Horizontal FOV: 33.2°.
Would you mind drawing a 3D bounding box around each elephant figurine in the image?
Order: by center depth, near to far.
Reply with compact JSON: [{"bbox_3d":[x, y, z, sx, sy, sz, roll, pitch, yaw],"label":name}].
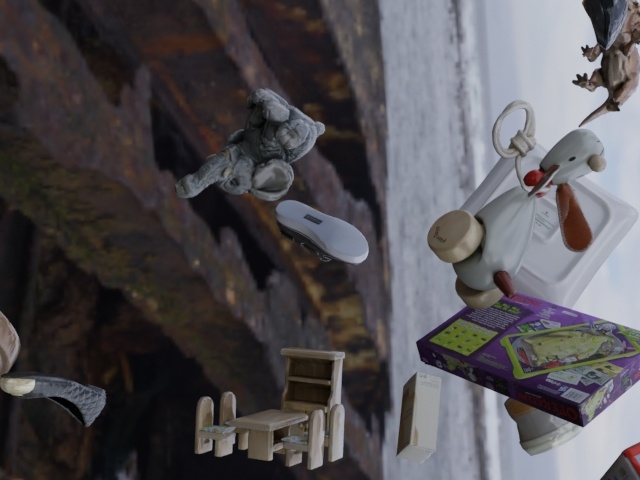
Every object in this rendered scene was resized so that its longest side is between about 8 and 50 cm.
[{"bbox_3d":[-0.127,-0.151,1.976,0.239,0.186,0.169,-53,-167,12],"label":"elephant figurine"}]

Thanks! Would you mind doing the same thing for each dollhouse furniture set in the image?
[{"bbox_3d":[-0.059,0.272,1.797,0.242,0.212,0.161,2,90,-65],"label":"dollhouse furniture set"}]

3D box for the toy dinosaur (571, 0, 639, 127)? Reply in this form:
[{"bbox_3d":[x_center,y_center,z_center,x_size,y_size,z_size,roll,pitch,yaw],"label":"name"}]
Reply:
[{"bbox_3d":[0.639,-0.375,2.268,0.200,0.127,0.295,-23,127,-50],"label":"toy dinosaur"}]

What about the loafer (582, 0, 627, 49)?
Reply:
[{"bbox_3d":[0.436,-0.365,1.659,0.062,0.061,0.170,-53,152,-22],"label":"loafer"}]

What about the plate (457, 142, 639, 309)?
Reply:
[{"bbox_3d":[0.409,-0.035,1.991,0.278,0.277,0.045,-50,165,-15],"label":"plate"}]

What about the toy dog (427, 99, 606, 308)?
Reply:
[{"bbox_3d":[0.319,-0.028,1.635,0.333,0.220,0.161,-59,-142,9],"label":"toy dog"}]

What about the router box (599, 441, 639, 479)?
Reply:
[{"bbox_3d":[0.472,0.289,1.322,0.335,0.301,0.082,94,-29,-60],"label":"router box"}]

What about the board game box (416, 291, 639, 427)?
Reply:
[{"bbox_3d":[0.346,0.176,1.725,0.208,0.347,0.056,-35,121,-27],"label":"board game box"}]

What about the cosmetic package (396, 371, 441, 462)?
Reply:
[{"bbox_3d":[0.141,0.254,1.542,0.060,0.041,0.115,120,-17,-54],"label":"cosmetic package"}]

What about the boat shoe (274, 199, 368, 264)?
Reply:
[{"bbox_3d":[0.000,0.000,2.081,0.080,0.228,0.076,-39,142,-36],"label":"boat shoe"}]

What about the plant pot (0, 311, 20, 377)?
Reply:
[{"bbox_3d":[-0.510,0.131,1.347,0.237,0.237,0.110,76,29,-49],"label":"plant pot"}]

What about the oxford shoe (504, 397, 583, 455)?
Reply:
[{"bbox_3d":[0.463,0.290,2.104,0.130,0.169,0.449,61,23,4],"label":"oxford shoe"}]

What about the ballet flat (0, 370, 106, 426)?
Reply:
[{"bbox_3d":[-0.299,0.178,1.212,0.173,0.057,0.049,34,68,-60],"label":"ballet flat"}]
